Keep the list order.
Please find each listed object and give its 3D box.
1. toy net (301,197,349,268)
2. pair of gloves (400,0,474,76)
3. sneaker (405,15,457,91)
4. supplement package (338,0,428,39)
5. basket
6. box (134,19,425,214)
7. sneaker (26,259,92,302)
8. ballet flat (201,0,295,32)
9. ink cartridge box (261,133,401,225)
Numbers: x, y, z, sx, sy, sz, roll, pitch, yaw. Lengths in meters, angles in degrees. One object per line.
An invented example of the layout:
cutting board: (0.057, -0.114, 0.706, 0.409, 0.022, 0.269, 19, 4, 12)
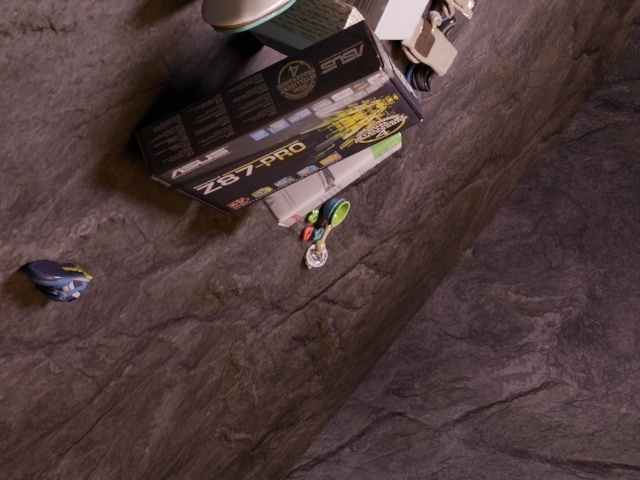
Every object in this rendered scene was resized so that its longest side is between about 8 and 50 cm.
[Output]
toy net: (0.000, 0.000, 2.485, 0.122, 0.045, 0.232, -40, 155, -41)
pair of gloves: (0.258, -0.492, 2.301, 0.204, 0.042, 0.240, 18, 98, -53)
sneaker: (0.264, -0.423, 2.415, 0.188, 0.078, 0.067, -64, 160, 15)
supplement package: (0.114, -0.443, 1.980, 0.179, 0.105, 0.105, -18, 137, -60)
basket: (-0.018, -0.347, 1.728, 0.103, 0.167, 0.113, -64, 161, 0)
box: (-0.051, -0.185, 1.702, 0.395, 0.097, 0.318, -24, 164, 11)
sneaker: (-0.400, 0.066, 1.605, 0.059, 0.053, 0.144, -57, 160, 4)
ballet flat: (-0.056, -0.438, 1.580, 0.400, 0.139, 0.139, -44, 157, -44)
ink cartridge box: (0.009, -0.149, 1.974, 0.273, 0.114, 0.198, -35, 177, 3)
